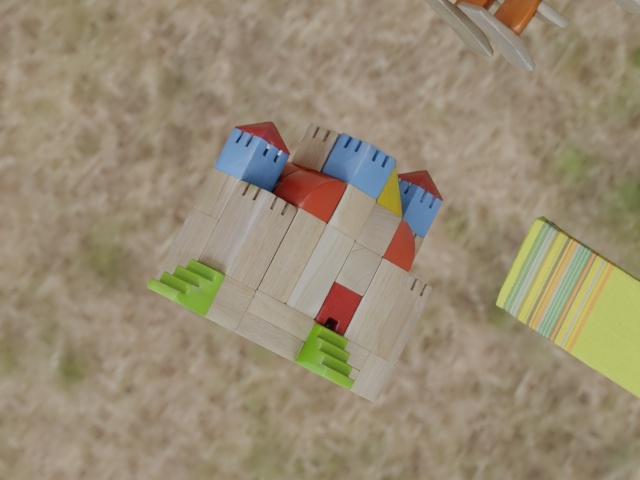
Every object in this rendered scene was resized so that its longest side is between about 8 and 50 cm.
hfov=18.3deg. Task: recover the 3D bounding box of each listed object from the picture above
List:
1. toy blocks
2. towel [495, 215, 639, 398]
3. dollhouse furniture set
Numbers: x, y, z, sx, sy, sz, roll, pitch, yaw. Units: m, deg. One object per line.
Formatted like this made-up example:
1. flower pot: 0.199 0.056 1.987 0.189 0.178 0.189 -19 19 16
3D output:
1. toy blocks: 0.000 0.000 2.129 0.191 0.261 0.381 23 175 46
2. towel: 0.275 0.078 1.803 0.237 0.021 0.102 34 119 20
3. dollhouse furniture set: 0.235 -0.303 1.883 0.135 0.262 0.259 40 175 -31
